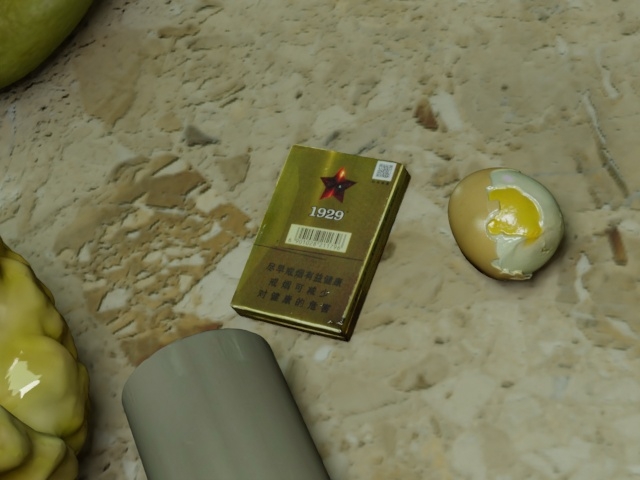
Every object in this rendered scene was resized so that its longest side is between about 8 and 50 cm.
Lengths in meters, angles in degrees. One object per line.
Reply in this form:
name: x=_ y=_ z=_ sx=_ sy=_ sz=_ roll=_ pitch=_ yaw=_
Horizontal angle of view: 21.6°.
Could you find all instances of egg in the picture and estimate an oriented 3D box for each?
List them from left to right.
egg: x=0.120 y=-0.014 z=1.105 sx=0.071 sy=0.071 sz=0.083 roll=-41 pitch=56 yaw=-3

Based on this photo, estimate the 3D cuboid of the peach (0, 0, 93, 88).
peach: x=-0.304 y=-0.271 z=1.260 sx=0.314 sy=0.315 sz=0.281 roll=-44 pitch=57 yaw=-7

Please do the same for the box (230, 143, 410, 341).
box: x=0.000 y=0.000 z=1.174 sx=0.090 sy=0.023 sz=0.133 roll=11 pitch=68 yaw=24

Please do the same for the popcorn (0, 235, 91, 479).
popcorn: x=-0.325 y=0.117 z=1.054 sx=0.349 sy=0.382 sz=0.349 roll=-3 pitch=75 yaw=10

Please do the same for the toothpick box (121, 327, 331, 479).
toothpick box: x=-0.049 y=0.158 z=1.058 sx=0.111 sy=0.111 sz=0.181 roll=-29 pitch=56 yaw=5
